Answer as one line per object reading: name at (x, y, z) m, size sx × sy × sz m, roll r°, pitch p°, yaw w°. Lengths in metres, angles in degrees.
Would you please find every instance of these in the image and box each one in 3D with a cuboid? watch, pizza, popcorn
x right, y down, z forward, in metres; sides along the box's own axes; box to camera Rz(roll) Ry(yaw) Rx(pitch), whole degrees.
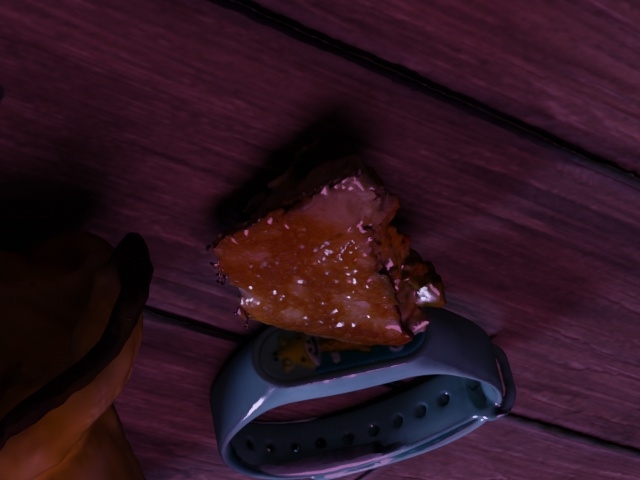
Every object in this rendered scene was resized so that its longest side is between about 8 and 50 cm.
watch at (0.032, 0.120, 1.469) m, size 0.237 × 0.068 × 0.195 m, roll -14°, pitch 148°, yaw 1°
pizza at (0.000, 0.000, 1.284) m, size 0.147 × 0.069 × 0.226 m, roll -1°, pitch 148°, yaw 19°
popcorn at (-0.218, 0.152, 1.179) m, size 0.349 × 0.349 × 0.381 m, roll 17°, pitch 121°, yaw -40°
